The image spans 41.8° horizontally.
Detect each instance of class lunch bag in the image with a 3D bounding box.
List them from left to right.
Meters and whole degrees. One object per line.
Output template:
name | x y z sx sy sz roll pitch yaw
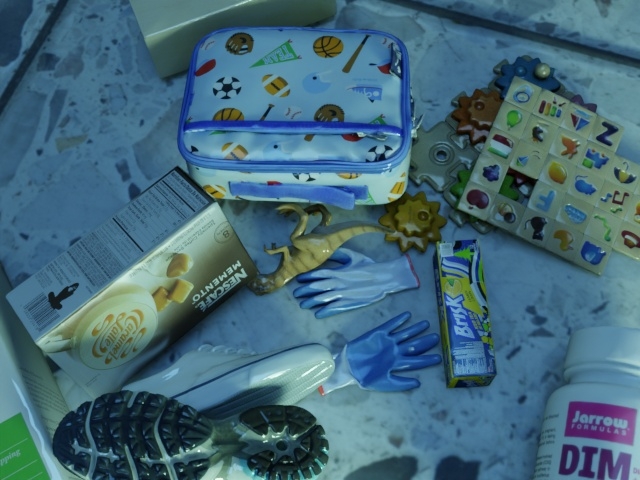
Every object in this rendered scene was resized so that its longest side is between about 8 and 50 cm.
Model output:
lunch bag | -0.021 -0.155 1.060 0.303 0.115 0.243 2 58 5

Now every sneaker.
sneaker | -0.140 0.239 0.884 0.283 0.122 0.110 10 50 -17
sneaker | -0.114 0.158 0.962 0.258 0.094 0.091 -18 55 -6

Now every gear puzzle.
gear puzzle | 0.205 -0.112 1.085 0.339 0.044 0.175 -39 71 -12

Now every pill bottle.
pill bottle | 0.306 0.244 0.872 0.160 0.160 0.283 13 68 8

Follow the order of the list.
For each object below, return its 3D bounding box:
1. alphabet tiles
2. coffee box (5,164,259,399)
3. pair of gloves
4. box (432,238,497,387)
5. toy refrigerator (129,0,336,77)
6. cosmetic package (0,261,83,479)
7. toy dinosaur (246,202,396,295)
alphabet tiles | 0.316 -0.076 1.057 0.237 0.009 0.198 26 75 1
coffee box | -0.213 0.051 0.979 0.246 0.141 0.098 -39 48 -13
pair of gloves | 0.055 0.093 1.022 0.159 0.023 0.198 -13 68 -3
box | 0.170 0.086 0.998 0.054 0.059 0.169 -3 68 1
toy refrigerator | -0.121 -0.330 1.169 0.269 0.094 0.102 -22 61 -7
cosmetic package | -0.413 0.176 0.941 0.197 0.155 0.366 -31 71 -8
toy dinosaur | 0.000 0.000 1.032 0.211 0.064 0.112 -30 61 22
